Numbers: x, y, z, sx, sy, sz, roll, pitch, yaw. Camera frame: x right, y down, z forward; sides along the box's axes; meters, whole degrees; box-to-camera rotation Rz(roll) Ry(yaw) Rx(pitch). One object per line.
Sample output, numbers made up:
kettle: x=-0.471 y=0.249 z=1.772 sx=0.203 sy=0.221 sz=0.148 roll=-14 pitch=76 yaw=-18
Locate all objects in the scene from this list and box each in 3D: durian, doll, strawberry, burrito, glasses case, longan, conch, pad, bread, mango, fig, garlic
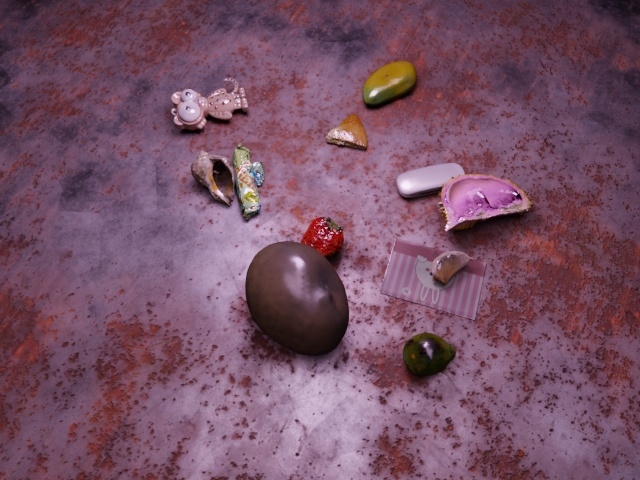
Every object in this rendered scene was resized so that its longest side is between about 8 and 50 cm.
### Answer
durian: x=0.515 y=-0.124 z=1.628 sx=0.341 sy=0.112 sz=0.191 roll=-14 pitch=56 yaw=-14
doll: x=-0.403 y=-0.491 z=1.810 sx=0.278 sy=0.119 sz=0.154 roll=-21 pitch=79 yaw=-10
strawberry: x=0.006 y=0.002 z=1.579 sx=0.131 sy=0.131 sz=0.148 roll=32 pitch=100 yaw=15
burrito: x=-0.240 y=-0.208 z=1.708 sx=0.104 sy=0.054 sz=0.288 roll=-12 pitch=66 yaw=-4
glasses case: x=0.373 y=-0.205 z=1.689 sx=0.233 sy=0.059 sz=0.092 roll=-14 pitch=64 yaw=-4
longan: x=-0.061 y=0.162 z=1.422 sx=0.288 sy=0.288 sz=0.350 roll=-36 pitch=78 yaw=-14
conch: x=-0.348 y=-0.214 z=1.668 sx=0.130 sy=0.155 sz=0.207 roll=-23 pitch=85 yaw=-28
pad: x=0.357 y=0.116 z=1.572 sx=0.300 sy=0.005 sz=0.202 roll=16 pitch=67 yaw=9
bread: x=0.114 y=-0.373 z=1.778 sx=0.154 sy=0.054 sz=0.136 roll=-43 pitch=74 yaw=-14
mango: x=0.249 y=-0.587 z=1.852 sx=0.237 sy=0.091 sz=0.137 roll=-24 pitch=61 yaw=-9
fig: x=0.321 y=0.325 z=1.435 sx=0.156 sy=0.123 sz=0.123 roll=6 pitch=58 yaw=-39
garlic: x=0.401 y=0.072 z=1.558 sx=0.152 sy=0.066 sz=0.084 roll=-39 pitch=97 yaw=-11
